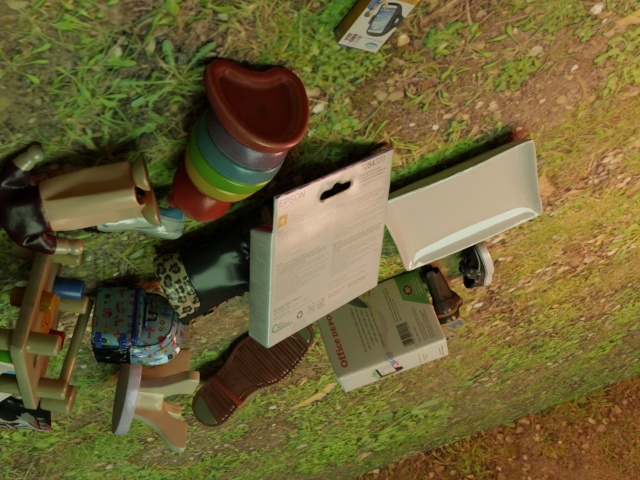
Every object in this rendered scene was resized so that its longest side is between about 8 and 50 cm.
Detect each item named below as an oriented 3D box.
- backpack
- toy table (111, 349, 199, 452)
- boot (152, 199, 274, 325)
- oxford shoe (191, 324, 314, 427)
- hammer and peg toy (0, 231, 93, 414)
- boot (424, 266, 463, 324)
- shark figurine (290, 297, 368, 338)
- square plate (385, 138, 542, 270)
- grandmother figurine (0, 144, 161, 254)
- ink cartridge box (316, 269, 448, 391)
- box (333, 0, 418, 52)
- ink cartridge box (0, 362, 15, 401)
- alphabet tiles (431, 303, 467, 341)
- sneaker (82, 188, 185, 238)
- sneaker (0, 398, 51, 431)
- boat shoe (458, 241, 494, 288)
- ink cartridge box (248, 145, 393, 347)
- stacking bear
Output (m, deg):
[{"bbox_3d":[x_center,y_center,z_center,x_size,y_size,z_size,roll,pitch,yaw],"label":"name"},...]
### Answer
[{"bbox_3d":[-0.364,0.171,1.870,0.173,0.158,0.117,5,146,0],"label":"backpack"},{"bbox_3d":[-0.386,0.362,2.157,0.160,0.252,0.274,9,155,-17],"label":"toy table"},{"bbox_3d":[-0.157,0.088,1.913,0.284,0.138,0.377,-22,148,0],"label":"boot"},{"bbox_3d":[-0.162,0.312,2.350,0.397,0.140,0.146,-38,178,21],"label":"oxford shoe"},{"bbox_3d":[-0.515,0.165,1.722,0.127,0.266,0.361,8,147,-5],"label":"hammer and peg toy"},{"bbox_3d":[0.302,0.114,2.333,0.076,0.137,0.198,-21,-170,6],"label":"boot"},{"bbox_3d":[-0.045,0.168,2.155,0.278,0.116,0.166,-1,147,-29],"label":"shark figurine"},{"bbox_3d":[0.308,-0.079,2.020,0.343,0.049,0.347,-24,151,5],"label":"square plate"},{"bbox_3d":[-0.444,-0.056,1.499,0.342,0.104,0.208,-14,113,-4],"label":"grandmother figurine"},{"bbox_3d":[0.146,0.223,2.273,0.278,0.201,0.117,-20,152,0],"label":"ink cartridge box"},{"bbox_3d":[0.082,-0.343,1.444,0.081,0.028,0.136,4,141,-38],"label":"box"},{"bbox_3d":[-0.775,0.282,1.926,0.261,0.066,0.296,-30,150,15],"label":"ink cartridge box"},{"bbox_3d":[0.253,0.268,2.620,0.285,0.011,0.342,-30,150,17],"label":"alphabet tiles"},{"bbox_3d":[-0.355,-0.053,1.627,0.237,0.086,0.085,5,173,-20],"label":"sneaker"},{"bbox_3d":[-0.721,0.417,2.208,0.077,0.072,0.178,-22,146,28],"label":"sneaker"},{"bbox_3d":[0.376,0.063,2.289,0.076,0.080,0.228,-22,159,0],"label":"boat shoe"},{"bbox_3d":[0.000,0.000,1.773,0.324,0.071,0.330,-25,131,-40],"label":"ink cartridge box"},{"bbox_3d":[-0.154,-0.137,1.524,0.175,0.164,0.289,1,149,-34],"label":"stacking bear"}]
